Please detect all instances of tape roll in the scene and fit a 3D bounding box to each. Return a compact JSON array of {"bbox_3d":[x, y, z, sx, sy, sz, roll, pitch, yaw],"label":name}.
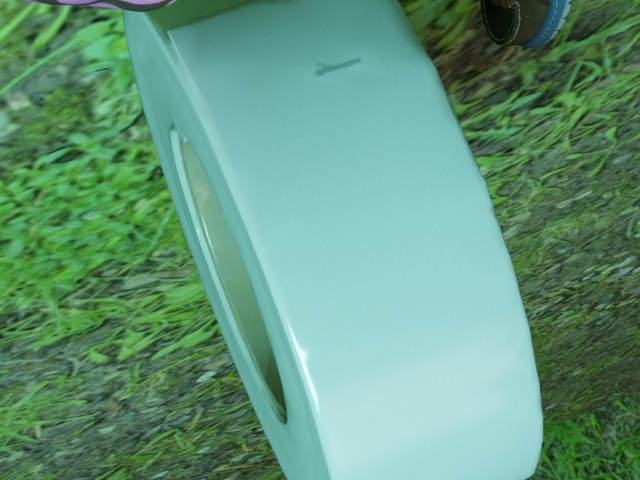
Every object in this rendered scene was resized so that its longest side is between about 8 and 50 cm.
[{"bbox_3d":[0.000,0.000,0.770,0.100,0.286,0.286,-20,162,-9],"label":"tape roll"}]

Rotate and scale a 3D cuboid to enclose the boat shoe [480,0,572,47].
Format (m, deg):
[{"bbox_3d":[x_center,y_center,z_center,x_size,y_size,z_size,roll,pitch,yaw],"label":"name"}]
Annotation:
[{"bbox_3d":[0.090,-0.156,0.809,0.066,0.066,0.183,-16,152,-8],"label":"boat shoe"}]

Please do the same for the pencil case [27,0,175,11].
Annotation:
[{"bbox_3d":[-0.125,-0.129,0.554,0.098,0.095,0.209,8,-170,41],"label":"pencil case"}]
